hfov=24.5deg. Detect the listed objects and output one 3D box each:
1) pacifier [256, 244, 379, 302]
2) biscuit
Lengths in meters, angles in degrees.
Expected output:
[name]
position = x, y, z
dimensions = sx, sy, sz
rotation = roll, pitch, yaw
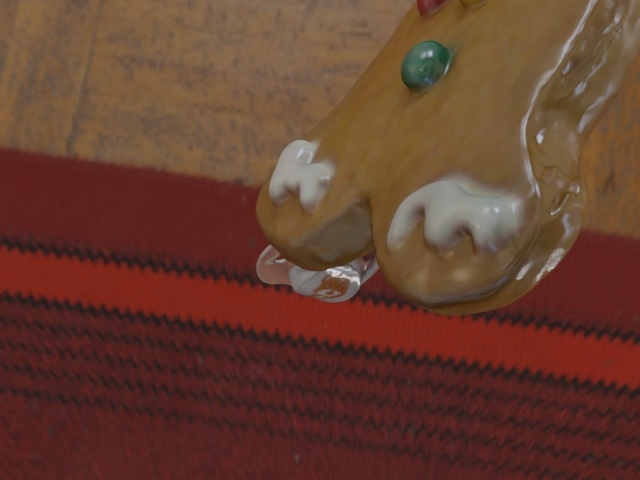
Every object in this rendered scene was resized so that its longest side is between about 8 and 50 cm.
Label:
[pacifier]
position = 0.000, 0.000, 1.017
dimensions = 0.081, 0.099, 0.078
rotation = -38, 52, 26
[biscuit]
position = 0.091, -0.126, 0.600
dimensions = 0.047, 0.216, 0.339
rotation = 41, 77, -29
